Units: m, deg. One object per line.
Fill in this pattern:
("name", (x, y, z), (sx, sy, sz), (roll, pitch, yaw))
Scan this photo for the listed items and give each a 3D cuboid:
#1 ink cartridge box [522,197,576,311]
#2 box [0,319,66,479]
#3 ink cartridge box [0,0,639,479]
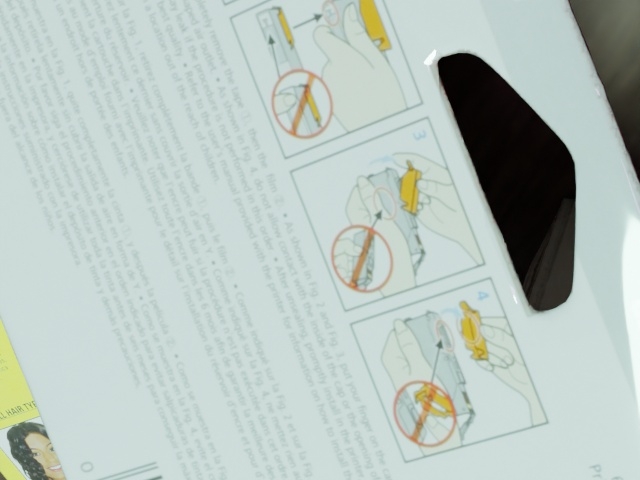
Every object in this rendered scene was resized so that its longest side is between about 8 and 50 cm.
("ink cartridge box", (0.171, 0.089, 0.640), (0.218, 0.092, 0.158), (11, 127, 11))
("box", (-0.099, 0.041, 0.708), (0.058, 0.087, 0.232), (-20, 117, 33))
("ink cartridge box", (0.000, 0.000, 0.596), (0.239, 0.060, 0.275), (-20, 93, 30))
